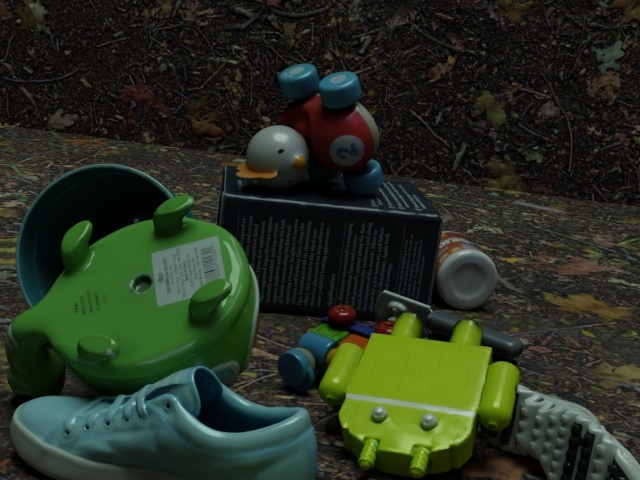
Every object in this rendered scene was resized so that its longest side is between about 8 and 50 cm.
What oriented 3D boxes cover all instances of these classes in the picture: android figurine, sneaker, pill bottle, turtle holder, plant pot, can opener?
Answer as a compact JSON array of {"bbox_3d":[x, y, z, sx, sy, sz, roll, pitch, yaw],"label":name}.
[{"bbox_3d":[0.122,0.195,1.198,0.248,0.056,0.273,7,37,20],"label":"android figurine"},{"bbox_3d":[0.318,0.252,1.160,0.118,0.110,0.292,10,12,-24],"label":"sneaker"},{"bbox_3d":[0.264,0.050,1.888,0.121,0.121,0.216,4,14,-11],"label":"pill bottle"},{"bbox_3d":[-0.224,0.122,1.183,0.320,0.227,0.243,-39,53,-19],"label":"turtle holder"},{"bbox_3d":[-0.295,0.029,1.486,0.272,0.271,0.255,9,-1,9],"label":"plant pot"},{"bbox_3d":[0.214,0.150,1.563,0.283,0.076,0.095,18,19,36],"label":"can opener"},{"bbox_3d":[-0.171,0.197,1.043,0.366,0.150,0.135,9,13,12],"label":"sneaker"}]

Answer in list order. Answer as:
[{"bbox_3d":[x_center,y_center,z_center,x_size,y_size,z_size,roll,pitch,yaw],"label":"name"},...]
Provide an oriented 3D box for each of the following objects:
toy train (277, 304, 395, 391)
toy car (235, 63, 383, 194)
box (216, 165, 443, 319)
[{"bbox_3d":[0.070,0.185,1.326,0.248,0.105,0.143,17,28,36],"label":"toy train"},{"bbox_3d":[-0.038,-0.157,1.665,0.238,0.219,0.210,-37,38,-27],"label":"toy car"},{"bbox_3d":[0.000,0.000,1.784,0.396,0.212,0.293,6,14,-6],"label":"box"}]
